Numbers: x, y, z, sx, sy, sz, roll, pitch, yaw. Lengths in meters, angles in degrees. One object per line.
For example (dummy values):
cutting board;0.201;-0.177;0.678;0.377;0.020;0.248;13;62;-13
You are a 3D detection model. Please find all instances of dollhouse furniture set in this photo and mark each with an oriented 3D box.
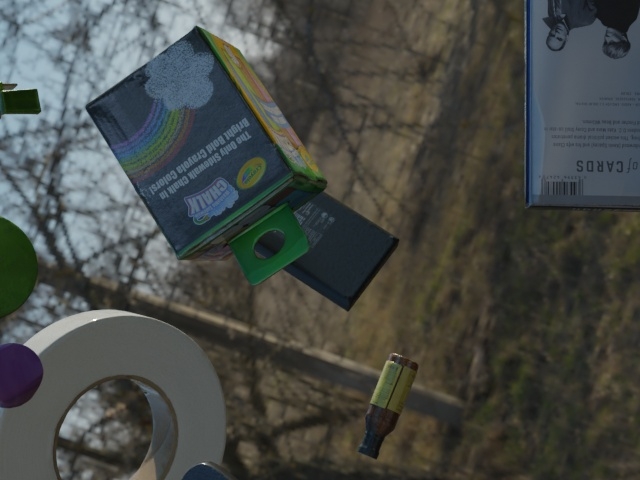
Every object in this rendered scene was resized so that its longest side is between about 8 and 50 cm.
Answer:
dollhouse furniture set;-0.487;-0.196;1.835;0.152;0.059;0.076;-20;79;52

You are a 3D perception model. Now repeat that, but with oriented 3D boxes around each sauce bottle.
sauce bottle;0.079;0.202;1.459;0.042;0.042;0.128;126;169;-81

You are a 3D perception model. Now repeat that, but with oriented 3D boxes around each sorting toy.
sorting toy;-0.404;0.023;1.369;0.126;0.127;0.365;-41;67;60

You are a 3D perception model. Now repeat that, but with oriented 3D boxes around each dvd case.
dvd case;0.253;-0.141;0.958;0.029;0.179;0.238;82;-170;-83

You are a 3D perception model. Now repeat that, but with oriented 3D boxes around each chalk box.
chalk box;-0.087;-0.064;1.089;0.132;0.213;0.132;-34;-8;10

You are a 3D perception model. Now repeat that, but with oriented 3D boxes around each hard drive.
hard drive;0.000;0.000;1.230;0.094;0.135;0.022;-52;-14;-24

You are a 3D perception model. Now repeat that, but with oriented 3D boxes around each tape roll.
tape roll;-0.319;0.298;1.787;0.072;0.392;0.392;9;77;52

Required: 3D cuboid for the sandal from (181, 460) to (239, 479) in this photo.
sandal;-0.082;0.371;1.416;0.097;0.254;0.054;-36;3;9
